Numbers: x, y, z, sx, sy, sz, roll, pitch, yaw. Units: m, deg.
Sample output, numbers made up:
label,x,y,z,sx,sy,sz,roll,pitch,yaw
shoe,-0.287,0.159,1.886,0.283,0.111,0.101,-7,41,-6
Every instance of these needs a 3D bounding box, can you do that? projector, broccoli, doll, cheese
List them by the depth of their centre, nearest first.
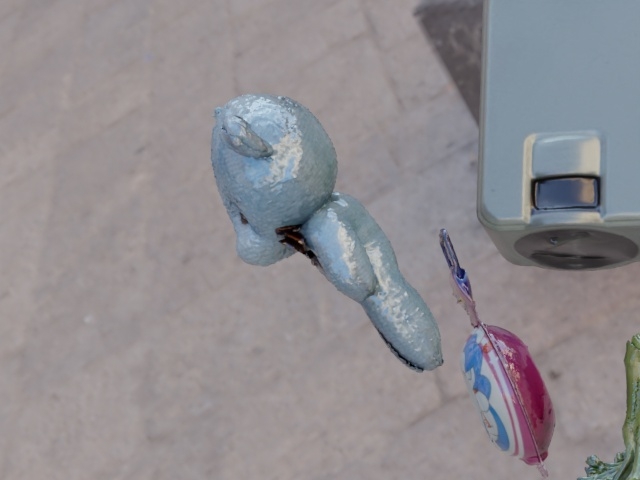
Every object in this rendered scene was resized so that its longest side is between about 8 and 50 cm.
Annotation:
label,x,y,z,sx,sy,sz,roll,pitch,yaw
doll,-0.004,0.002,0.791,0.075,0.180,0.120,-31,4,1
projector,0.227,-0.082,0.861,0.256,0.099,0.192,-3,70,19
cheese,0.156,0.105,1.338,0.062,0.244,0.155,-22,-11,-1
broccoli,0.420,0.277,1.919,0.177,0.275,0.198,3,25,25
